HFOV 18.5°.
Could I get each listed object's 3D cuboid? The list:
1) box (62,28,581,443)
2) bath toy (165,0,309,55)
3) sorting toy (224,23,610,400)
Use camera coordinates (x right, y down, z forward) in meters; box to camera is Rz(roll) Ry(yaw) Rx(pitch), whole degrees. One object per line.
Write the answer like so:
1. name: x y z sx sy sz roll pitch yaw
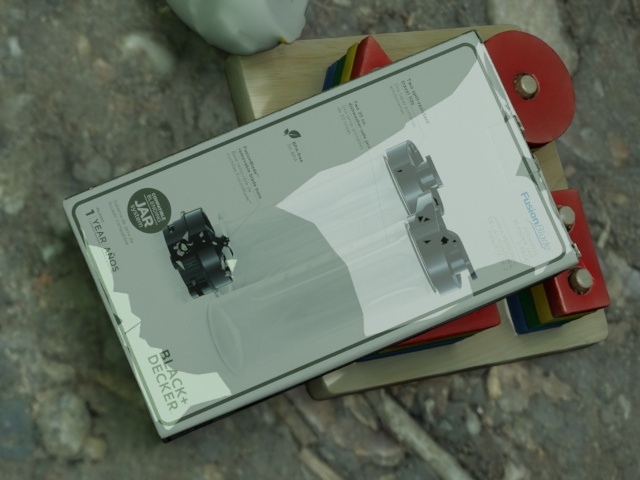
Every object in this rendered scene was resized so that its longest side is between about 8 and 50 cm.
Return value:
1. box: 0.000 0.000 1.265 0.290 0.087 0.169 -24 83 -6
2. bath toy: -0.018 -0.278 1.407 0.348 0.129 0.151 -65 146 -24
3. sorting toy: 0.089 -0.038 1.407 0.257 0.089 0.256 -8 78 -32
